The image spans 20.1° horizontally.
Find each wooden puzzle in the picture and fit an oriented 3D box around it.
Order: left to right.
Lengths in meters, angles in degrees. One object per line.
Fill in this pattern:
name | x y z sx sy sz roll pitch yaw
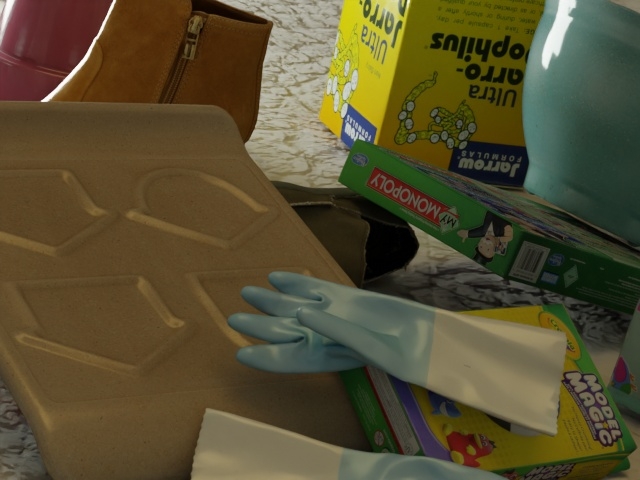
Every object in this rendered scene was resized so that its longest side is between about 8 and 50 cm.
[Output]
wooden puzzle | -0.125 0.038 1.294 0.322 0.080 0.348 -3 44 -38

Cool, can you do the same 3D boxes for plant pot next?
plant pot | -0.254 -0.233 1.912 0.201 0.180 0.201 11 18 -4
plant pot | 0.314 -0.100 1.747 0.293 0.196 0.293 24 7 -3

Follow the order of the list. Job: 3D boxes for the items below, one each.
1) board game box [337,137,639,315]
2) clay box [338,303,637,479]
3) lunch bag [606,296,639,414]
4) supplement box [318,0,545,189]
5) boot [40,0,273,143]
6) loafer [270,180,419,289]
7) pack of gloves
board game box | 0.193 0.000 1.607 0.317 0.046 0.213 16 10 -45
clay box | 0.128 0.112 1.272 0.222 0.053 0.127 -4 57 -37
lunch bag | 0.384 0.067 1.383 0.262 0.223 0.160 26 22 32
supplement box | 0.148 -0.260 1.972 0.195 0.357 0.194 5 20 -21
boot | -0.201 -0.148 1.650 0.295 0.211 0.104 11 18 -5
loafer | 0.000 0.000 1.533 0.087 0.094 0.251 19 19 32
pack of gloves | 0.043 0.110 1.157 0.232 0.046 0.195 12 56 -3
